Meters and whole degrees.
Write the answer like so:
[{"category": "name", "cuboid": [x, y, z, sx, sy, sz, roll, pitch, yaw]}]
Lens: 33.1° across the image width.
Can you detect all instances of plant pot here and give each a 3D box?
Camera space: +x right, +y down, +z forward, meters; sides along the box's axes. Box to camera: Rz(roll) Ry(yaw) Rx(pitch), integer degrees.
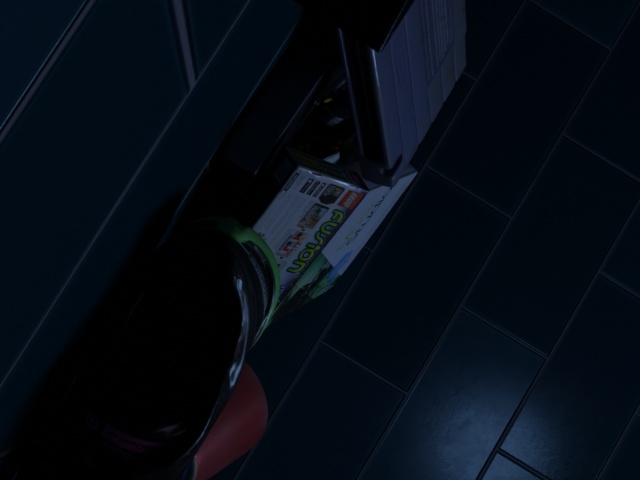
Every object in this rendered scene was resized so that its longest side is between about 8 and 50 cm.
[{"category": "plant pot", "cuboid": [-0.276, 0.370, 2.153, 0.275, 0.275, 0.243, -58, 171, 30]}]

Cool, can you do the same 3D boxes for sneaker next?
[{"category": "sneaker", "cuboid": [-0.043, -0.094, 1.758, 0.295, 0.124, 0.178, -52, 174, -25]}, {"category": "sneaker", "cuboid": [-0.198, 0.191, 1.028, 0.202, 0.185, 0.482, 50, 62, -83]}]

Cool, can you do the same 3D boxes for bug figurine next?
[{"category": "bug figurine", "cuboid": [0.042, -0.142, 1.433, 0.216, 0.072, 0.279, -25, 163, -39]}]

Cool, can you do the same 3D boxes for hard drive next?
[{"category": "hard drive", "cuboid": [-0.053, -0.136, 1.252, 0.254, 0.054, 0.172, -58, -179, -33]}]

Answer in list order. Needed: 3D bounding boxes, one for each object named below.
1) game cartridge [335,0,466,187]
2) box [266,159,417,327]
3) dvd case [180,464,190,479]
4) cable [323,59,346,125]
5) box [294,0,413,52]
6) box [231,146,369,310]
[{"category": "game cartridge", "cuboid": [0.094, -0.252, 1.223, 0.355, 0.068, 0.230, 75, 36, -55]}, {"category": "box", "cuboid": [0.000, 0.000, 1.420, 0.232, 0.058, 0.322, -54, 167, 22]}, {"category": "dvd case", "cuboid": [-0.160, 0.134, 1.271, 0.180, 0.022, 0.253, -67, 157, -62]}, {"category": "cable", "cuboid": [0.089, -0.300, 1.522, 0.257, 0.089, 0.257, -44, -173, 36]}, {"category": "box", "cuboid": [0.091, -0.316, 0.906, 0.261, 0.103, 0.184, -59, 178, -32]}, {"category": "box", "cuboid": [-0.050, -0.003, 1.202, 0.207, 0.114, 0.036, -51, -133, 22]}]
